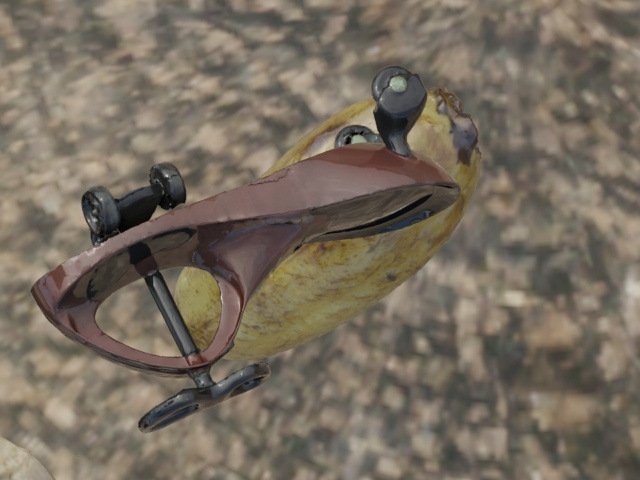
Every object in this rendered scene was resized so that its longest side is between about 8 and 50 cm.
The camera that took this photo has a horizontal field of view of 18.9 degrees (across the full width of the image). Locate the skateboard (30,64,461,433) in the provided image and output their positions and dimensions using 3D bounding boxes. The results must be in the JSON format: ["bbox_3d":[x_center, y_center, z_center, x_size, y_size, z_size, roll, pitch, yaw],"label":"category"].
[{"bbox_3d":[-0.021,0.007,0.656,0.151,0.067,0.080,-23,80,-17],"label":"skateboard"}]

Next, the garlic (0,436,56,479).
[{"bbox_3d":[-0.266,0.220,1.419,0.198,0.090,0.128,-25,107,38],"label":"garlic"}]

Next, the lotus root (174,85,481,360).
[{"bbox_3d":[0.000,0.000,1.201,0.110,0.097,0.258,45,123,-4],"label":"lotus root"}]
